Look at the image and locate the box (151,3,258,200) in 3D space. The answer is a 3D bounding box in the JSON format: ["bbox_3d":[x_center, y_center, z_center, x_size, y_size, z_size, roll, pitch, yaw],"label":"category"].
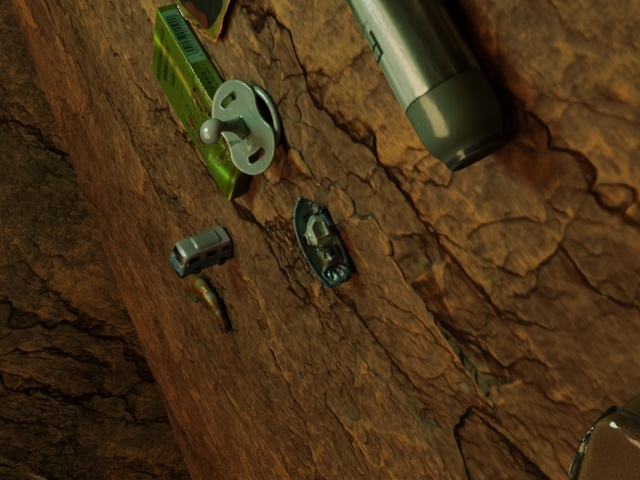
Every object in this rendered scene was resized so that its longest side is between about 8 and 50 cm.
[{"bbox_3d":[-0.207,-0.239,1.265,0.311,0.043,0.173,59,154,15],"label":"box"}]

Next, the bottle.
[{"bbox_3d":[0.088,-0.186,0.675,0.254,0.079,0.096,63,-166,8],"label":"bottle"}]

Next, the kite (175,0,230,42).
[{"bbox_3d":[-0.205,-0.468,1.084,0.377,0.013,0.328,38,143,46],"label":"kite"}]

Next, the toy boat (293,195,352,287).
[{"bbox_3d":[0.000,0.000,1.038,0.140,0.059,0.066,65,168,5],"label":"toy boat"}]

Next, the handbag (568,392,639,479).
[{"bbox_3d":[0.296,0.230,0.634,0.151,0.072,0.194,43,149,41],"label":"handbag"}]

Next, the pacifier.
[{"bbox_3d":[-0.127,-0.169,1.085,0.126,0.116,0.151,-22,89,40],"label":"pacifier"}]

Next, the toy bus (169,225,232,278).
[{"bbox_3d":[-0.244,0.021,1.485,0.060,0.122,0.075,52,149,27],"label":"toy bus"}]

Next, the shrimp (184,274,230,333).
[{"bbox_3d":[-0.275,0.161,1.781,0.166,0.049,0.161,56,154,3],"label":"shrimp"}]
